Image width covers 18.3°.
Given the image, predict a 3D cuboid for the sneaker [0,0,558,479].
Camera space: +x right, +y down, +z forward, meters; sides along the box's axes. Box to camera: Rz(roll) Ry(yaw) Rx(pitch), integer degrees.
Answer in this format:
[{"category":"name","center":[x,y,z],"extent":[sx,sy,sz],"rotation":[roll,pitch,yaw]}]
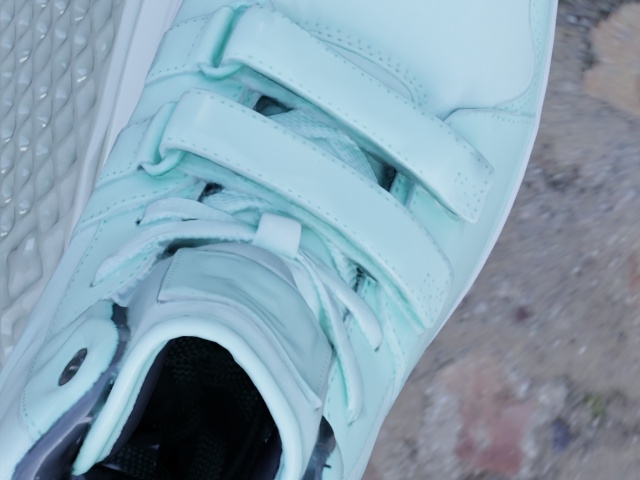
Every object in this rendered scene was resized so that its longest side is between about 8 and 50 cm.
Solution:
[{"category":"sneaker","center":[0.000,0.001,0.408],"extent":[0.094,0.151,0.256],"rotation":[26,79,-8]}]

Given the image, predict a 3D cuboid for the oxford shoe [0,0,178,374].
[{"category":"oxford shoe","center":[-0.043,-0.033,0.626],"extent":[0.130,0.169,0.449],"rotation":[19,95,-33]}]
